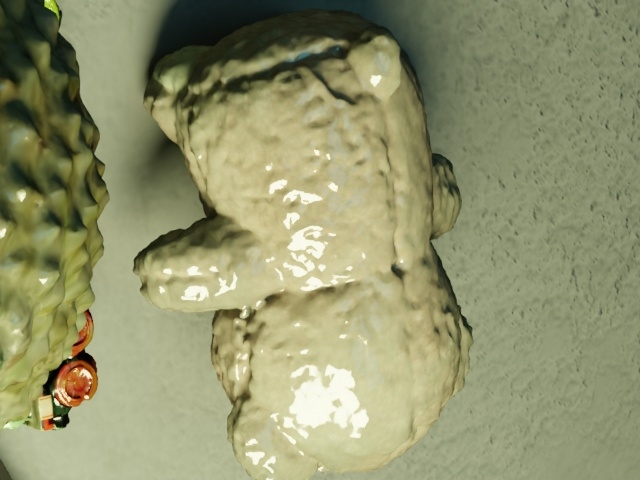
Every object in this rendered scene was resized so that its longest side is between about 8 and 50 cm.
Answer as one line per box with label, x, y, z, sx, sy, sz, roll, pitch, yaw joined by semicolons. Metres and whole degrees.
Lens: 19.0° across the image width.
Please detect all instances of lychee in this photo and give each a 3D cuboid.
lychee;-0.218;-0.029;0.822;0.255;0.274;0.255;-27;146;-20

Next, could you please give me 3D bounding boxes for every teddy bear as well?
teddy bear;0.000;-0.001;1.102;0.236;0.151;0.267;-23;114;-37

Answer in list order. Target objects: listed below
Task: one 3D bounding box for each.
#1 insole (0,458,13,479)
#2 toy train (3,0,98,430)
insole;-0.182;0.151;1.027;0.064;0.004;0.188;-56;134;-27
toy train;-0.165;-0.015;1.006;0.085;0.053;0.249;-17;109;-37
